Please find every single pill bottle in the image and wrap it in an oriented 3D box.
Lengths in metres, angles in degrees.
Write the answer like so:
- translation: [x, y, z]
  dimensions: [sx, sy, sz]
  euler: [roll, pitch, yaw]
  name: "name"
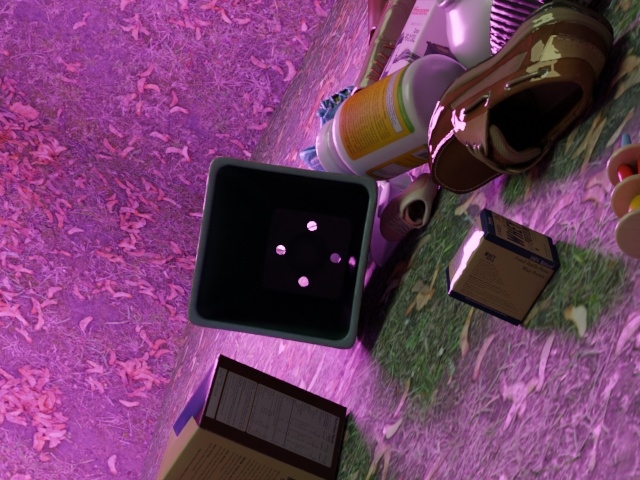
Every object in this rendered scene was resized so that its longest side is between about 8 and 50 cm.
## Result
- translation: [0.104, -0.164, 1.843]
  dimensions: [0.245, 0.136, 0.136]
  euler: [-22, 42, 51]
  name: "pill bottle"

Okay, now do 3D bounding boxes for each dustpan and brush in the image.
- translation: [0.107, -0.076, 2.004]
  dimensions: [0.147, 0.060, 0.211]
  euler: [-59, 12, 32]
  name: "dustpan and brush"

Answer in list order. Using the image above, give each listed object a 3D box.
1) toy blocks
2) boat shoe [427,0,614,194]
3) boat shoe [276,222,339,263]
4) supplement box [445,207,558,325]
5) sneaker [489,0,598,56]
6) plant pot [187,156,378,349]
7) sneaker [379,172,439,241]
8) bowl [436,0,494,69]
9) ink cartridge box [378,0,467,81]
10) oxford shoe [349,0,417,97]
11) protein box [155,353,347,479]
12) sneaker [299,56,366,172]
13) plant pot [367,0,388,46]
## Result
- translation: [0.290, -0.071, 1.087]
  dimensions: [0.148, 0.054, 0.123]
  euler: [-79, 16, -53]
  name: "toy blocks"
- translation: [0.211, -0.139, 1.465]
  dimensions: [0.324, 0.122, 0.120]
  euler: [127, 160, -54]
  name: "boat shoe"
- translation: [0.004, 0.002, 2.234]
  dimensions: [0.091, 0.109, 0.305]
  euler: [-67, 16, -8]
  name: "boat shoe"
- translation: [0.184, 0.027, 1.312]
  dimensions: [0.056, 0.083, 0.083]
  euler: [-86, 22, -62]
  name: "supplement box"
- translation: [0.294, -0.319, 1.527]
  dimensions: [0.122, 0.146, 0.331]
  euler: [41, 132, 53]
  name: "sneaker"
- translation: [-0.038, 0.018, 1.949]
  dimensions: [0.252, 0.247, 0.247]
  euler: [3, -85, -82]
  name: "plant pot"
- translation: [0.122, -0.034, 1.857]
  dimensions: [0.134, 0.051, 0.070]
  euler: [-52, 11, 38]
  name: "sneaker"
- translation: [0.247, -0.351, 1.726]
  dimensions: [0.298, 0.134, 0.298]
  euler: [-61, 11, 20]
  name: "bowl"
- translation: [0.161, -0.259, 2.037]
  dimensions: [0.237, 0.100, 0.172]
  euler: [-65, 11, 7]
  name: "ink cartridge box"
- translation: [0.127, -0.289, 2.166]
  dimensions: [0.130, 0.123, 0.348]
  euler: [-49, -21, -65]
  name: "oxford shoe"
- translation: [-0.099, 0.298, 1.797]
  dimensions: [0.200, 0.201, 0.136]
  euler: [-56, 14, 42]
  name: "protein box"
- translation: [0.051, -0.257, 2.565]
  dimensions: [0.275, 0.110, 0.107]
  euler: [-64, 10, 8]
  name: "sneaker"
- translation: [0.154, -0.409, 2.297]
  dimensions: [0.167, 0.167, 0.165]
  euler: [127, 155, -50]
  name: "plant pot"
